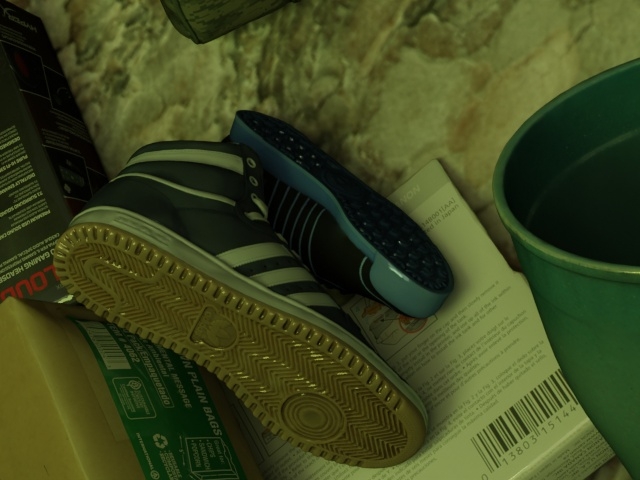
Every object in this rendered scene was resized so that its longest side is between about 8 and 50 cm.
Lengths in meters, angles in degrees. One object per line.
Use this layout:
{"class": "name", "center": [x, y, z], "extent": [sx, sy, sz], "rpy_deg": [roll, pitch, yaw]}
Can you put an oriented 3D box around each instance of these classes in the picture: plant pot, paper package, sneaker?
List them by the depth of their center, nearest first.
{"class": "plant pot", "center": [0.265, 0.047, 1.209], "extent": [0.271, 0.271, 0.255], "rpy_deg": [-6, 122, 18]}
{"class": "paper package", "center": [-0.176, 0.246, 1.358], "extent": [0.309, 0.168, 0.325], "rpy_deg": [-41, 63, 30]}
{"class": "sneaker", "center": [-0.036, 0.034, 1.362], "extent": [0.282, 0.153, 0.099], "rpy_deg": [32, 126, -6]}
{"class": "sneaker", "center": [0.000, 0.000, 1.428], "extent": [0.232, 0.081, 0.090], "rpy_deg": [43, 117, 34]}

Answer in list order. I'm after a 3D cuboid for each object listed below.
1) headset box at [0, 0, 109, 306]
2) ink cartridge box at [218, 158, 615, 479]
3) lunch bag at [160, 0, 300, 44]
{"class": "headset box", "center": [-0.274, -0.010, 1.511], "extent": [0.218, 0.110, 0.293], "rpy_deg": [-27, 74, 14]}
{"class": "ink cartridge box", "center": [0.044, 0.126, 1.416], "extent": [0.296, 0.066, 0.261], "rpy_deg": [-39, 50, 10]}
{"class": "lunch bag", "center": [-0.048, -0.336, 1.434], "extent": [0.256, 0.212, 0.305], "rpy_deg": [-24, 77, -2]}
